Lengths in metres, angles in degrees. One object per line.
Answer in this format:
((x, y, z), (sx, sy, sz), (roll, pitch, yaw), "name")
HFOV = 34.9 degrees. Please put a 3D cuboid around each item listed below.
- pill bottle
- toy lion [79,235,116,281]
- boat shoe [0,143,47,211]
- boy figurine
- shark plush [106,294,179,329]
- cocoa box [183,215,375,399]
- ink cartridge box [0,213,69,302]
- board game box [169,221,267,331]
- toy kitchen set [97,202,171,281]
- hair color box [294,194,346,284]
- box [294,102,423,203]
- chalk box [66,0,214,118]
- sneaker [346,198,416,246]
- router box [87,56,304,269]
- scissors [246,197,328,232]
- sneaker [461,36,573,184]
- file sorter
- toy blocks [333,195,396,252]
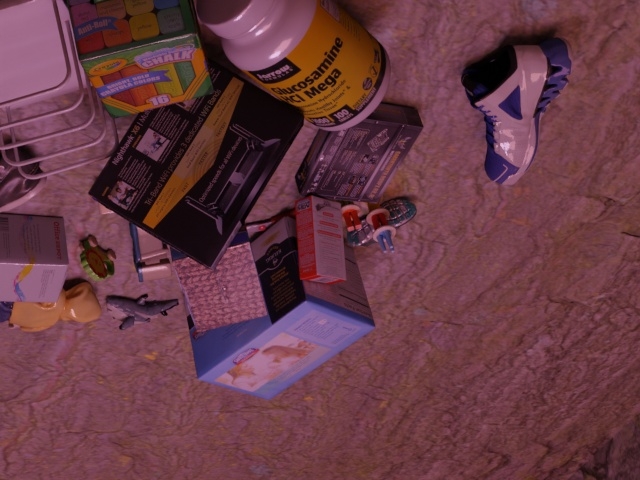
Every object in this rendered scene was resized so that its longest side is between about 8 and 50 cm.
((-0.044, -0.332, 1.694), (0.188, 0.188, 0.334), (-35, 141, 21), "pill bottle")
((-0.456, 0.046, 2.084), (0.034, 0.096, 0.100), (-29, 141, 14), "toy lion")
((-0.662, -0.066, 1.874), (0.335, 0.112, 0.095), (-31, 123, 8), "boat shoe")
((-0.602, 0.125, 2.132), (0.285, 0.092, 0.177), (0, 139, -22), "boy figurine")
((-0.396, 0.153, 2.276), (0.161, 0.073, 0.067), (-2, 110, -12), "shark plush")
((-0.096, 0.157, 2.233), (0.347, 0.228, 0.231), (-37, 139, 28), "cocoa box")
((-0.593, 0.036, 1.993), (0.176, 0.128, 0.127), (4, 138, -24), "ink cartridge box")
((-0.212, -0.018, 1.940), (0.141, 0.291, 0.232), (-14, 142, -4), "board game box")
((-0.379, -0.027, 2.055), (0.122, 0.166, 0.207), (-9, 105, -12), "toy kitchen set")
((0.000, 0.000, 2.080), (0.053, 0.167, 0.093), (-15, 161, 40), "hair color box")
((0.074, -0.176, 2.043), (0.183, 0.056, 0.231), (4, 138, -25), "box")
((-0.278, -0.333, 1.540), (0.180, 0.179, 0.289), (-14, 166, -2), "chalk box")
((0.141, -0.036, 2.251), (0.167, 0.065, 0.076), (-26, 158, 16), "sneaker")
((-0.208, -0.140, 1.736), (0.308, 0.243, 0.081), (-58, 179, -5), "router box")
((-0.106, -0.026, 2.188), (0.297, 0.021, 0.109), (-20, 143, 2), "scissors")
((0.350, -0.266, 1.999), (0.182, 0.127, 0.315), (2, 132, -17), "sneaker")
((-0.452, -0.235, 1.619), (0.193, 0.173, 0.277), (-16, 161, 0), "file sorter")
((0.096, -0.039, 2.146), (0.123, 0.148, 0.054), (7, 136, -28), "toy blocks")
